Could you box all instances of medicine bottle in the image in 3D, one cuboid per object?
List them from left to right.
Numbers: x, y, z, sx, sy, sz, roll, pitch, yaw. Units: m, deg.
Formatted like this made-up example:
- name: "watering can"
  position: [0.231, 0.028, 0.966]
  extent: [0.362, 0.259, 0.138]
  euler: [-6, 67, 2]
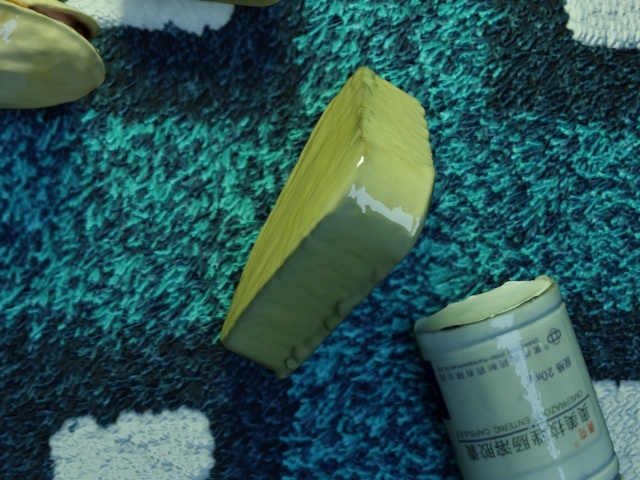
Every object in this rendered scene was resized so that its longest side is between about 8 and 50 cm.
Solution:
- name: "medicine bottle"
  position: [0.253, 0.230, 1.820]
  extent: [0.190, 0.190, 0.332]
  euler: [-22, 96, -17]

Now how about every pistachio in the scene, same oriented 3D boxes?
- name: "pistachio"
  position: [-0.352, -0.222, 1.637]
  extent: [0.229, 0.157, 0.157]
  euler: [7, 88, -25]

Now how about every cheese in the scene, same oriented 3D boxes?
- name: "cheese"
  position: [0.000, -0.001, 1.712]
  extent: [0.104, 0.384, 0.384]
  euler: [28, 81, -11]

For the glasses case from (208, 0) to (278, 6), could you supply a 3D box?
- name: "glasses case"
  position: [-0.140, -0.313, 1.747]
  extent: [0.196, 0.083, 0.050]
  euler: [4, 89, -20]
